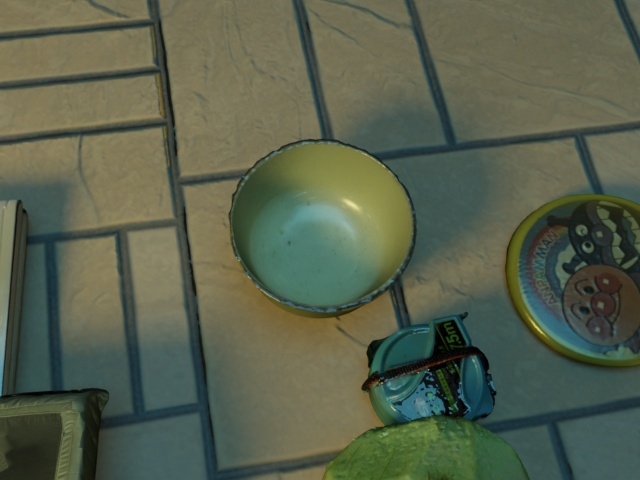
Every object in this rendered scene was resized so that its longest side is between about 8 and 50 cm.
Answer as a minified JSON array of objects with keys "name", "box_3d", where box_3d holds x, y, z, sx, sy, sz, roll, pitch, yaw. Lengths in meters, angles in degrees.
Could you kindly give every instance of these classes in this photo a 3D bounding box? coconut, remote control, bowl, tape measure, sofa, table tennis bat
[{"name":"coconut","box_3d":[0.094,0.287,0.726,0.236,0.204,0.235,13,45,-13]},{"name":"remote control","box_3d":[-0.387,0.090,0.864,0.103,0.055,0.277,-2,69,-6]},{"name":"bowl","box_3d":[0.000,0.000,0.907,0.212,0.112,0.211,1,66,-3]},{"name":"tape measure","box_3d":[0.120,0.156,0.865,0.146,0.081,0.125,-14,65,-11]},{"name":"sofa","box_3d":[-0.304,0.270,0.750,0.210,0.176,0.225,-5,53,-8]},{"name":"table tennis bat","box_3d":[0.410,0.049,0.954,0.369,0.054,0.224,5,66,1]}]
